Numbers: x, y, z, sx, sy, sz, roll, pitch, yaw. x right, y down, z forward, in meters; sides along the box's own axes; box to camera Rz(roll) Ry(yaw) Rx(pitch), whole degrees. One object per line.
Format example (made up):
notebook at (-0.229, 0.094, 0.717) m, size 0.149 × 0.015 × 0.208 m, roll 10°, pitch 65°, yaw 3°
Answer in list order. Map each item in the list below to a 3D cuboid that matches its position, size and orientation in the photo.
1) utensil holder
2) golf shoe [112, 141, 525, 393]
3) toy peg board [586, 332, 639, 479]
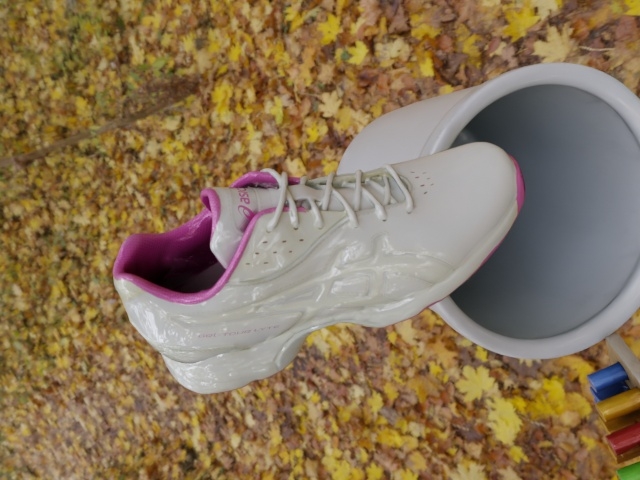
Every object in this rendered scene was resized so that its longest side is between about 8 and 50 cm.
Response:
utensil holder at (0.212, -0.055, 0.776) m, size 0.385 × 0.328 × 0.327 m, roll -144°, pitch 35°, yaw -74°
golf shoe at (0.000, 0.000, 0.388) m, size 0.140 × 0.306 × 0.115 m, roll 60°, pitch -177°, yaw -43°
toy peg board at (0.337, 0.216, 0.590) m, size 0.079 × 0.160 × 0.161 m, roll -26°, pitch 128°, yaw 9°
